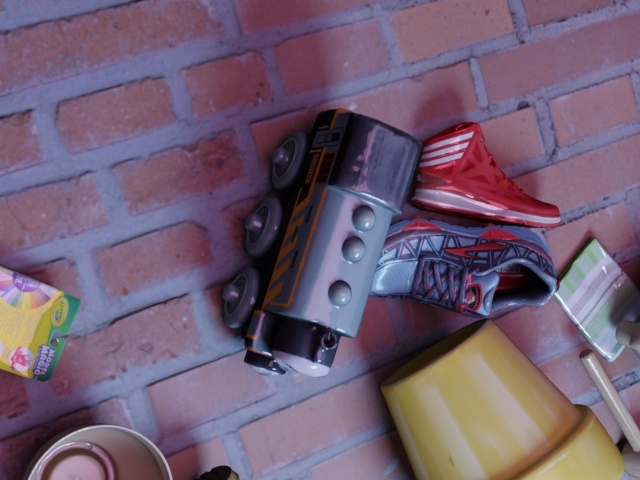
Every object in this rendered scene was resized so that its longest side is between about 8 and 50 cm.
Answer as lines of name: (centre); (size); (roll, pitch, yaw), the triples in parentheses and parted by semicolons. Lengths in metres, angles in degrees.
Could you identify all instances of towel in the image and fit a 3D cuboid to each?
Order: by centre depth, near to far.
towel: (0.403, 0.084, 1.568); (0.152, 0.023, 0.113); (48, 70, -19)

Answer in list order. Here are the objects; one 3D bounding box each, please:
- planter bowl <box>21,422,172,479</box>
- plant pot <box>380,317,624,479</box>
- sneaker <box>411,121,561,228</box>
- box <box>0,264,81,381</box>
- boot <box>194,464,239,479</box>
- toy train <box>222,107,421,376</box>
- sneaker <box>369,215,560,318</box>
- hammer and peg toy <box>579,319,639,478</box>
planter bowl: (-0.254, 0.271, 1.192); (0.162, 0.109, 0.162); (-1, 92, -27)
plant pot: (0.204, 0.238, 1.362); (0.254, 0.254, 0.239); (-33, 89, -23)
sneaker: (0.230, -0.088, 1.444); (0.221, 0.087, 0.128); (9, 88, -28)
box: (-0.356, 0.077, 1.175); (0.179, 0.043, 0.105); (25, 79, -22)
boot: (-0.099, 0.426, 1.290); (0.269, 0.089, 0.236); (44, 85, -20)
toy train: (0.000, 0.000, 1.270); (0.142, 0.190, 0.333); (23, 81, -25)
sneaker: (0.174, 0.038, 1.363); (0.262, 0.125, 0.104); (-4, 119, -9)
hammer and peg toy: (0.535, 0.160, 1.559); (0.266, 0.127, 0.361); (47, 71, -29)
